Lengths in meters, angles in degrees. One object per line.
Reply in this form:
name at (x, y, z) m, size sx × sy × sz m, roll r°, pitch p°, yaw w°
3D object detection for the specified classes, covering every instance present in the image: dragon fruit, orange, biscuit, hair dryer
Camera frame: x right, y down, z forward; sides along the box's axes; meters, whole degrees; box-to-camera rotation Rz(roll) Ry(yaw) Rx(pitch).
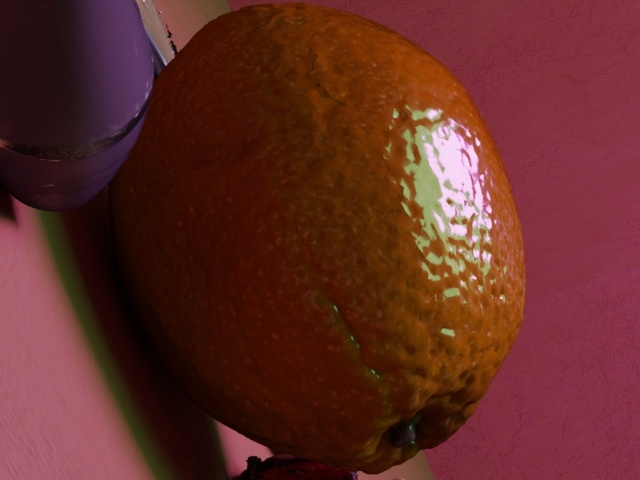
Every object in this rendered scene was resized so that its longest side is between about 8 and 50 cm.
dragon fruit at (-0.007, 0.218, 1.181) m, size 0.096 × 0.102 × 0.147 m, roll -87°, pitch 162°, yaw -65°
orange at (0.000, 0.000, 1.064) m, size 0.322 × 0.322 × 0.357 m, roll 57°, pitch 10°, yaw -61°
biscuit at (-0.232, -0.300, 1.645) m, size 0.147 × 0.046 × 0.250 m, roll 52°, pitch 15°, yaw -67°
hair dryer at (-0.222, -0.214, 0.813) m, size 0.361 × 0.121 × 0.301 m, roll 50°, pitch -26°, yaw 23°

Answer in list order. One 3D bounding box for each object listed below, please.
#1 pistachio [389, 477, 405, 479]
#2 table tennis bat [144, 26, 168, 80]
pistachio at (0.086, 0.341, 1.559) m, size 0.200 × 0.117 × 0.145 m, roll 138°, pitch -35°, yaw -87°
table tennis bat at (-0.202, -0.222, 1.473) m, size 0.237 × 0.038 × 0.149 m, roll 59°, pitch -8°, yaw 2°
